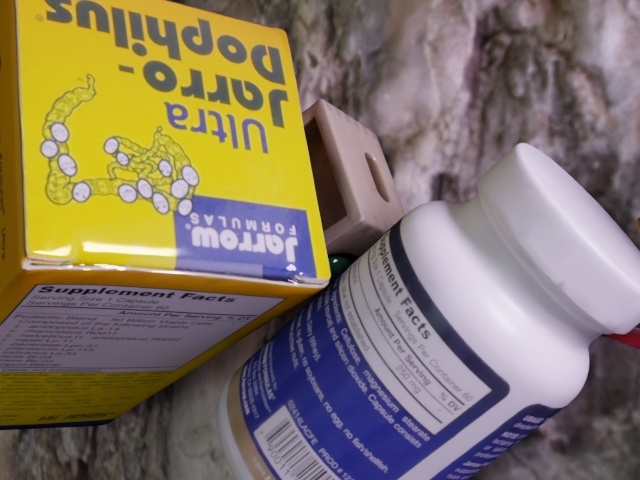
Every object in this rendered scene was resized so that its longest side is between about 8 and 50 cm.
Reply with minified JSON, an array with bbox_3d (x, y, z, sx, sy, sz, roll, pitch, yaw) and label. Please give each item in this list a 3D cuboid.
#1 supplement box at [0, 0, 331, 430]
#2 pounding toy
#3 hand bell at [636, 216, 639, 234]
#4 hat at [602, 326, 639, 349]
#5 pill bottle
[{"bbox_3d":[-0.182,0.002,0.658,0.356,0.194,0.195,-35,58,47],"label":"supplement box"},{"bbox_3d":[0.000,0.000,0.678,0.130,0.100,0.141,-34,56,25],"label":"pounding toy"},{"bbox_3d":[0.285,-0.052,0.494,0.242,0.126,0.126,-32,66,41],"label":"hand bell"},{"bbox_3d":[0.301,0.077,0.495,0.208,0.183,0.173,28,111,-8],"label":"hat"},{"bbox_3d":[0.071,0.071,0.573,0.264,0.153,0.153,-43,62,22],"label":"pill bottle"}]
